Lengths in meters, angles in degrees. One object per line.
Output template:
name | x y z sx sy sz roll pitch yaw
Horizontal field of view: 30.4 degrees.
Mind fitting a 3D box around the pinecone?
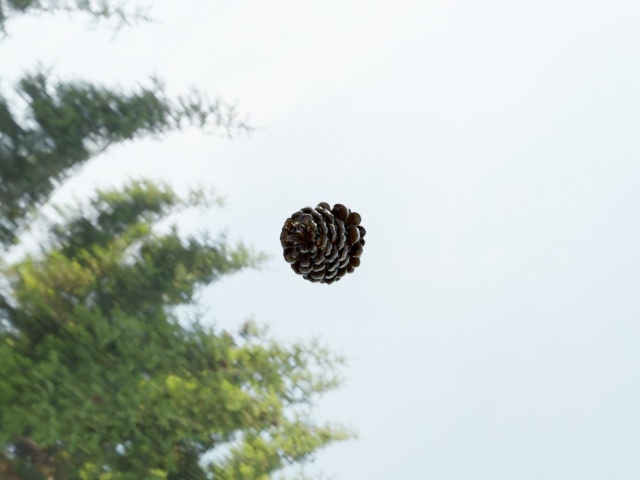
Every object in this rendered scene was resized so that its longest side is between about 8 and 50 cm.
pinecone | 0.003 0.002 1.345 0.102 0.109 0.102 0 -90 13
